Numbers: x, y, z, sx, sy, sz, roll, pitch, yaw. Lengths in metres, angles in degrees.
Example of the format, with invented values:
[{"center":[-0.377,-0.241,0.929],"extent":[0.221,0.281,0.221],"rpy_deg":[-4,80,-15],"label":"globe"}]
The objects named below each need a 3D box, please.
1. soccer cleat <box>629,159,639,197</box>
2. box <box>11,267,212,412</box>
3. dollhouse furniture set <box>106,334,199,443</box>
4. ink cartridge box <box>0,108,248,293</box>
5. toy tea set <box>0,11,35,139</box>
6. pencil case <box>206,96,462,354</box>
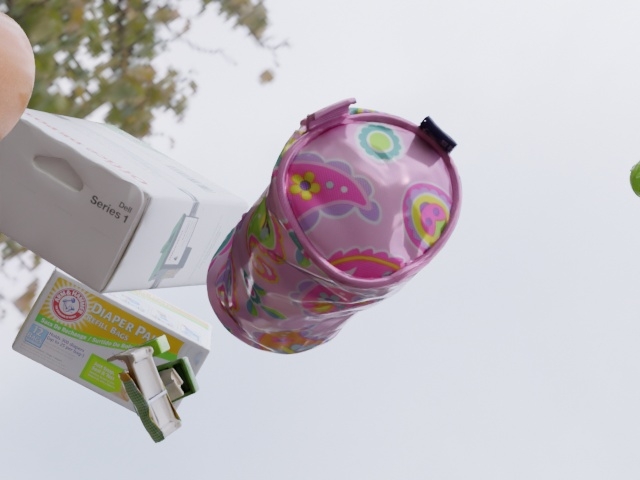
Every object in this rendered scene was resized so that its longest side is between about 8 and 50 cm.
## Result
[{"center":[0.397,-0.106,1.351],"extent":[0.060,0.179,0.072],"rpy_deg":[45,2,-14],"label":"soccer cleat"},{"center":[-0.241,0.113,1.534],"extent":[0.203,0.103,0.114],"rpy_deg":[28,-81,-9],"label":"box"},{"center":[-0.150,0.126,1.081],"extent":[0.059,0.152,0.076],"rpy_deg":[-22,-90,8],"label":"dollhouse furniture set"},{"center":[-0.179,-0.033,1.096],"extent":[0.160,0.219,0.092],"rpy_deg":[30,-81,15],"label":"ink cartridge box"},{"center":[-0.226,-0.172,0.644],"extent":[0.200,0.336,0.124],"rpy_deg":[-14,-18,12],"label":"toy tea set"},{"center":[0.000,0.000,0.886],"extent":[0.124,0.124,0.284],"rpy_deg":[44,-19,1],"label":"pencil case"}]
